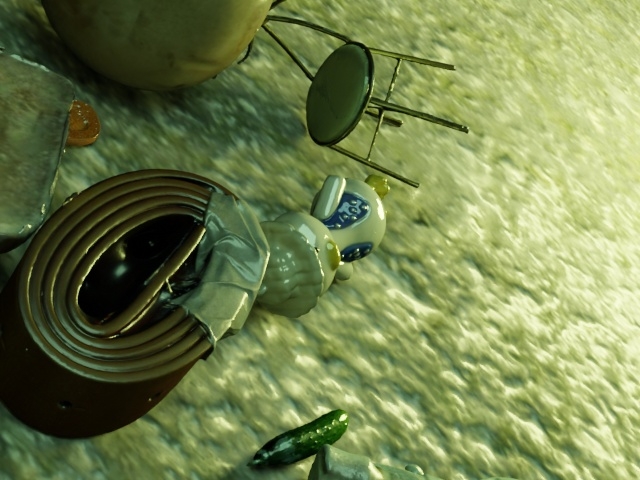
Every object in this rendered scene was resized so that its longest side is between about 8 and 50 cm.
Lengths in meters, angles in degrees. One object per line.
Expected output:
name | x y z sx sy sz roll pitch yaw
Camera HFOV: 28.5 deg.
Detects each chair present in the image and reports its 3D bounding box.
chair | 0.024 -0.204 1.683 0.326 0.160 0.170 18 44 -30

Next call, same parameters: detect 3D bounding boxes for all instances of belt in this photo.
belt | -0.194 0.053 1.307 0.217 0.122 0.338 41 41 2

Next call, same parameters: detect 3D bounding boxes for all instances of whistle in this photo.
whistle | 0.153 0.305 1.363 0.346 0.133 0.142 20 47 -9

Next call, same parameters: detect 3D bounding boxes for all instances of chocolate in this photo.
chocolate | -0.367 -0.096 1.321 0.185 0.100 0.303 19 40 -16

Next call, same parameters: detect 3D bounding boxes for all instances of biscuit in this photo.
biscuit | -0.303 -0.143 1.478 0.091 0.015 0.078 4 51 -36

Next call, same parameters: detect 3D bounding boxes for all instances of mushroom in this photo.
mushroom | -0.199 -0.345 1.560 0.293 0.292 0.290 28 24 -15

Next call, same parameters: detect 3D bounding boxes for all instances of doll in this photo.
doll | 0.000 0.000 1.509 0.119 0.138 0.293 12 27 30

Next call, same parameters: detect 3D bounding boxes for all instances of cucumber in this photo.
cucumber | -0.018 0.218 1.364 0.155 0.037 0.037 -18 67 -45
